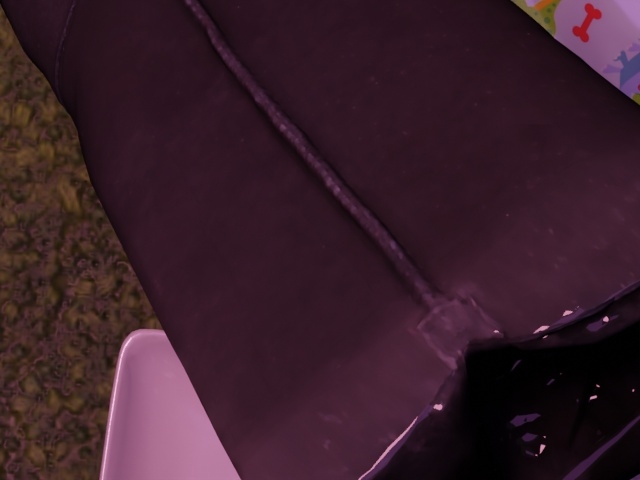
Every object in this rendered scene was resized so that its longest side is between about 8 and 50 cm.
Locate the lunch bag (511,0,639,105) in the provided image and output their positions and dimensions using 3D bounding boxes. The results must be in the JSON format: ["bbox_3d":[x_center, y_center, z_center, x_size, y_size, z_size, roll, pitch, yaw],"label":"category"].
[{"bbox_3d":[0.164,-0.141,0.885,0.219,0.090,0.176,-40,85,-9],"label":"lunch bag"}]

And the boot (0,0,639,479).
[{"bbox_3d":[0.050,-0.110,0.697,0.367,0.445,0.146,-44,130,9],"label":"boot"}]

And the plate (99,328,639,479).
[{"bbox_3d":[0.014,0.202,0.845,0.278,0.045,0.277,9,80,-2],"label":"plate"}]
